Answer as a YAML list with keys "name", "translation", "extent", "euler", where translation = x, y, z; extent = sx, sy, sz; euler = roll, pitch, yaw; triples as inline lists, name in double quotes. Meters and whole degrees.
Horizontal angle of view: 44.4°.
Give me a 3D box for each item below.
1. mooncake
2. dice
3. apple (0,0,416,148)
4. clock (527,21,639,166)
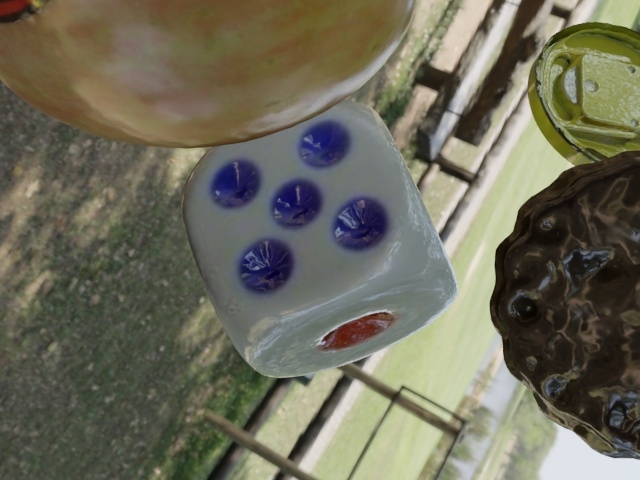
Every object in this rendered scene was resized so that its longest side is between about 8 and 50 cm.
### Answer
- name: "mooncake"
  translation: [0.336, 0.064, 0.812]
  extent: [0.187, 0.324, 0.324]
  euler: [9, 106, -64]
- name: "dice"
  translation: [0.000, 0.000, 1.117]
  extent: [0.304, 0.304, 0.277]
  euler: [-25, 155, 5]
- name: "apple"
  translation: [-0.091, -0.267, 0.616]
  extent: [0.391, 0.346, 0.392]
  euler: [6, 90, -90]
- name: "clock"
  translation: [0.463, -0.215, 1.248]
  extent: [0.071, 0.293, 0.277]
  euler: [121, -15, -64]
